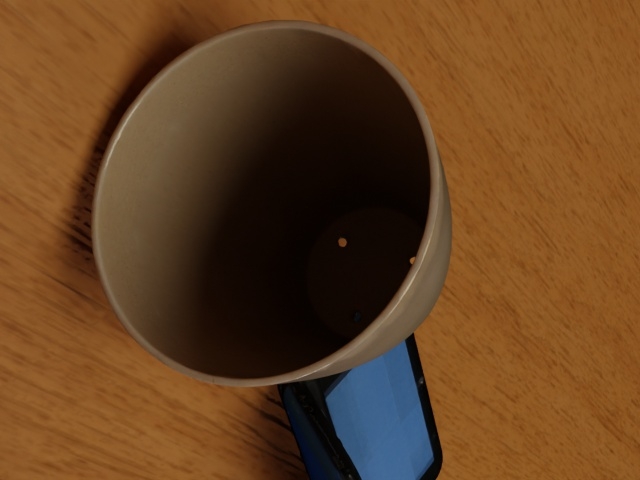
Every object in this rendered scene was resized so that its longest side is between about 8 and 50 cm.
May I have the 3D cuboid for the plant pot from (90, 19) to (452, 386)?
[{"bbox_3d":[0.000,0.000,0.806,0.256,0.256,0.274,-68,157,-5],"label":"plant pot"}]

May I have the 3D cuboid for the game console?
[{"bbox_3d":[0.081,0.235,1.013,0.173,0.250,0.293,-23,123,-10],"label":"game console"}]
